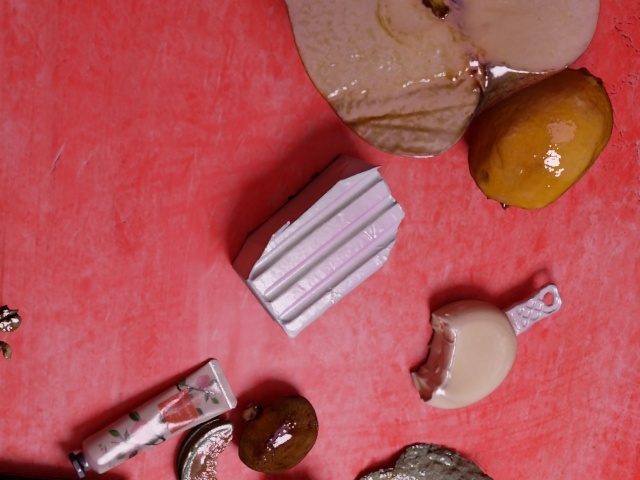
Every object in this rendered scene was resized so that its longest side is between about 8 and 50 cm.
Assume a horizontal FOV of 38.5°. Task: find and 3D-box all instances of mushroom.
[{"bbox_3d":[-0.059,0.275,1.302,0.127,0.087,0.127,-20,132,-23],"label":"mushroom"}]

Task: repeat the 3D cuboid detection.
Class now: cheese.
[{"bbox_3d":[0.260,0.160,1.389,0.249,0.071,0.163,-10,107,-19],"label":"cheese"}]

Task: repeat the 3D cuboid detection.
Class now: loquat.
[{"bbox_3d":[0.296,-0.138,1.257,0.187,0.176,0.234,-8,143,-46],"label":"loquat"}]

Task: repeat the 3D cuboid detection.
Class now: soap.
[{"bbox_3d":[0.000,0.000,1.238,0.230,0.091,0.145,-38,117,-8],"label":"soap"}]

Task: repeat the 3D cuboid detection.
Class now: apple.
[{"bbox_3d":[0.131,-0.300,1.105,0.365,0.295,0.329,46,58,-17],"label":"apple"}]

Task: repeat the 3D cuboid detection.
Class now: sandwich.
[{"bbox_3d":[-0.167,0.311,1.289,0.067,0.029,0.135,11,100,-22],"label":"sandwich"}]

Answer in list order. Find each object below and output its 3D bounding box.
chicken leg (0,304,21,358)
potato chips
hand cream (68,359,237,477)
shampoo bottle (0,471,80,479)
[{"bbox_3d":[-0.561,0.158,1.052,0.429,0.153,0.201,-20,123,-23],"label":"chicken leg"},{"bbox_3d":[0.164,0.397,1.398,0.228,0.059,0.167,-23,70,-10],"label":"potato chips"},{"bbox_3d":[-0.228,0.249,1.246,0.234,0.050,0.080,-28,108,-18],"label":"hand cream"},{"bbox_3d":[-0.334,0.375,1.215,0.323,0.084,0.129,12,103,-24],"label":"shampoo bottle"}]
